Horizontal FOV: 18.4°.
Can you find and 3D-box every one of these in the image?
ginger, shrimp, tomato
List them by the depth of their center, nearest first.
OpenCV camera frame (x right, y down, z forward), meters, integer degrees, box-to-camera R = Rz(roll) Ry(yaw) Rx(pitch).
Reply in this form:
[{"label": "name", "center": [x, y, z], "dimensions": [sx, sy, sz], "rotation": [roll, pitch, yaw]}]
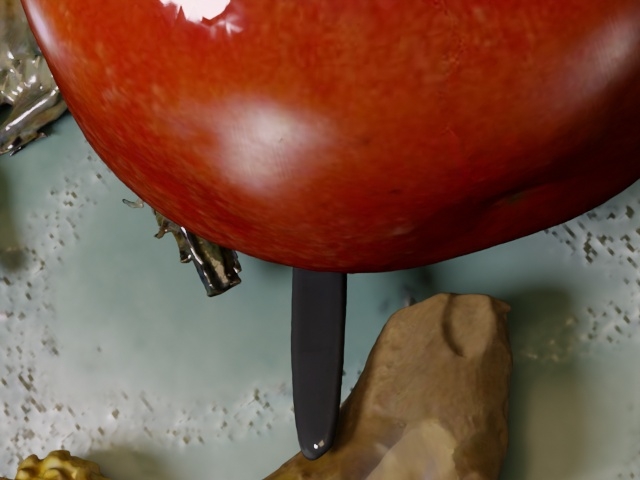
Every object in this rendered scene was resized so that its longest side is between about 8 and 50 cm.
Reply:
[{"label": "tomato", "center": [0.034, -0.140, 0.815], "dimensions": [0.325, 0.293, 0.290], "rotation": [-19, 73, -7]}, {"label": "ginger", "center": [0.024, 0.103, 0.875], "dimensions": [0.190, 0.069, 0.095], "rotation": [-43, 75, -1]}, {"label": "shrimp", "center": [-0.121, -0.040, 0.963], "dimensions": [0.150, 0.051, 0.217], "rotation": [-37, 63, 6]}]

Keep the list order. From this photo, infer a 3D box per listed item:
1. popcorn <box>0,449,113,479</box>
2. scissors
[{"label": "popcorn", "center": [-0.126, 0.139, 0.910], "dimensions": [0.083, 0.057, 0.082], "rotation": [-18, 79, 5]}, {"label": "scissors", "center": [0.000, 0.000, 0.903], "dimensions": [0.088, 0.017, 0.220], "rotation": [-6, 56, 10]}]
